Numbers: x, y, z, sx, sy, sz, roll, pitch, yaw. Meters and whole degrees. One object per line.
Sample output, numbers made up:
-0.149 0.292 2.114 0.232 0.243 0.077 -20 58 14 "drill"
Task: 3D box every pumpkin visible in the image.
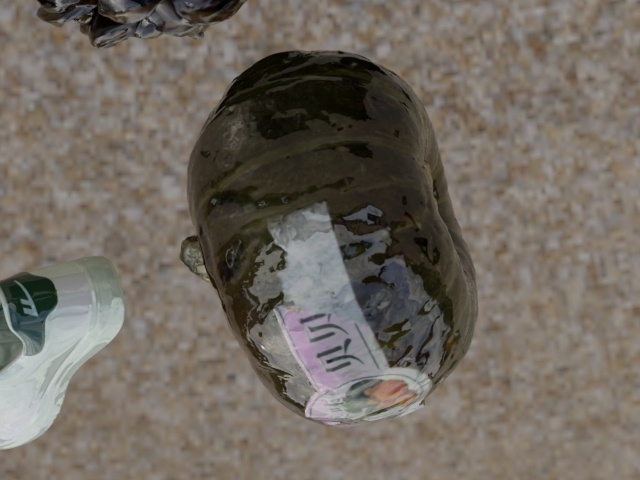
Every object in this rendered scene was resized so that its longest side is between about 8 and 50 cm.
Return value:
-0.003 0.001 1.161 0.189 0.260 0.260 -14 147 9 "pumpkin"

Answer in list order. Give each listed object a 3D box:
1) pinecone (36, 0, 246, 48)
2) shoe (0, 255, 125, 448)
-0.140 -0.265 1.312 0.243 0.243 0.257 -29 124 34 "pinecone"
-0.263 0.096 1.447 0.110 0.095 0.265 -5 150 -40 "shoe"
